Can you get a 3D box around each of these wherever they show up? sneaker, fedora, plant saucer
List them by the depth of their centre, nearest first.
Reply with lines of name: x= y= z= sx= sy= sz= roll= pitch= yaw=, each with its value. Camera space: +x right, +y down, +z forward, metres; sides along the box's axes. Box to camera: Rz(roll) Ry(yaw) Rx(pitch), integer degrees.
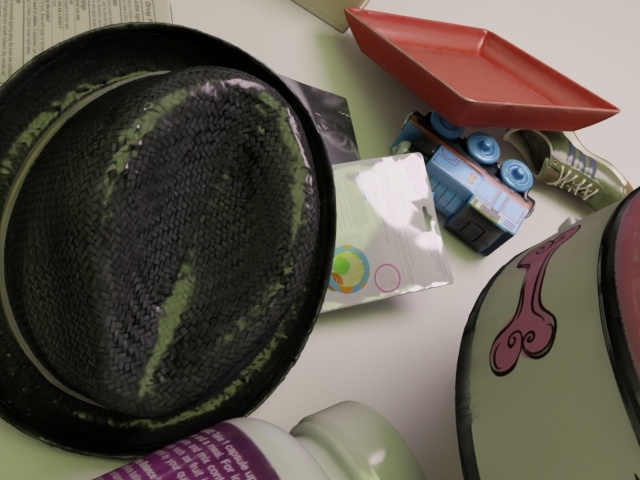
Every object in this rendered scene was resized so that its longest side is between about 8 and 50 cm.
fedora: x=-0.102 y=-0.002 z=0.437 sx=0.334 sy=0.152 sz=0.334 roll=1 pitch=88 yaw=-24
plant saucer: x=0.186 y=-0.204 z=0.773 sx=0.258 sy=0.047 sz=0.259 roll=-4 pitch=40 yaw=-32
sneaker: x=0.309 y=-0.089 z=0.809 sx=0.086 sy=0.064 sz=0.192 roll=-29 pitch=75 yaw=-27

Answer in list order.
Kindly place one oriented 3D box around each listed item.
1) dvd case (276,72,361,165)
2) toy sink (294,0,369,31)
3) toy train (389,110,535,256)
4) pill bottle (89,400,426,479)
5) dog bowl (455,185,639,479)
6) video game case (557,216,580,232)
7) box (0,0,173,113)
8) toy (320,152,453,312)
dvd case: x=-0.047 y=-0.114 z=0.656 sx=0.221 sy=0.018 sz=0.164 roll=11 pitch=56 yaw=-35
toy sink: x=0.056 y=-0.408 z=0.780 sx=0.131 sy=0.234 sz=0.152 roll=32 pitch=52 yaw=-3
toy train: x=0.158 y=-0.071 z=0.718 sx=0.184 sy=0.080 sz=0.105 roll=38 pitch=59 yaw=1
pill bottle: x=-0.080 y=0.211 z=0.380 sx=0.302 sy=0.169 sz=0.169 roll=-17 pitch=69 yaw=-30
dog bowl: x=0.289 y=0.122 z=0.352 sx=0.408 sy=0.150 sz=0.408 roll=14 pitch=48 yaw=-17
video game case: x=0.287 y=0.082 z=0.513 sx=0.183 sy=0.023 sz=0.201 roll=24 pitch=41 yaw=-9
box: x=-0.284 y=-0.137 z=0.533 sx=0.311 sy=0.121 sz=0.148 roll=1 pitch=60 yaw=-23
toy: x=0.000 y=0.000 z=0.609 sx=0.237 sy=0.056 sz=0.136 roll=-10 pitch=83 yaw=-22
